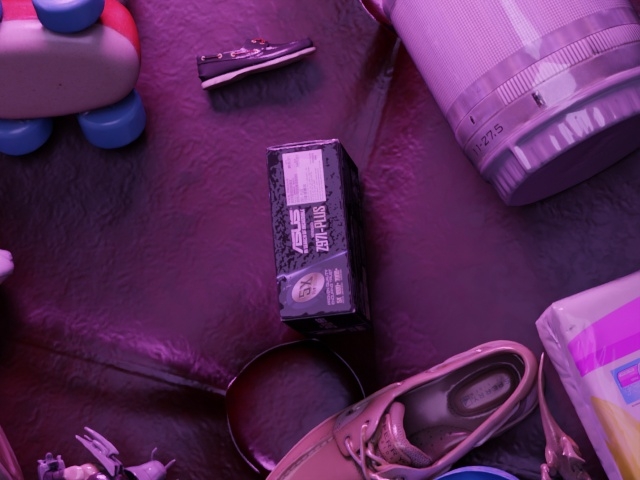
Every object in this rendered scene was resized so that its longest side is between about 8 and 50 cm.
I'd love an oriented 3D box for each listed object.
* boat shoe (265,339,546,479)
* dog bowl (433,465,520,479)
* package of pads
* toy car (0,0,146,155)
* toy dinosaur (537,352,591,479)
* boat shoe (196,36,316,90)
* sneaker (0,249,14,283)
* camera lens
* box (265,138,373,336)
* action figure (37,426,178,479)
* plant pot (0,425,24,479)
[{"bbox_3d":[0.071,0.203,1.804,0.341,0.110,0.121,-35,77,2],"label":"boat shoe"},{"bbox_3d":[0.207,0.335,1.746,0.297,0.074,0.166,35,101,1],"label":"dog bowl"},{"bbox_3d":[0.379,0.160,1.741,0.229,0.101,0.296,-21,78,-12],"label":"package of pads"},{"bbox_3d":[-0.290,-0.252,1.925,0.210,0.219,0.238,-4,51,9],"label":"toy car"},{"bbox_3d":[0.239,0.211,1.763,0.053,0.092,0.183,-25,109,15],"label":"toy dinosaur"},{"bbox_3d":[-0.071,-0.200,1.927,0.133,0.049,0.042,-15,87,11],"label":"boat shoe"},{"bbox_3d":[-0.413,0.099,1.924,0.232,0.090,0.115,-35,83,11],"label":"sneaker"},{"bbox_3d":[0.207,-0.200,1.794,0.219,0.219,0.274,-29,77,4],"label":"camera lens"},{"bbox_3d":[0.000,0.000,1.832,0.077,0.147,0.180,-7,80,8],"label":"box"},{"bbox_3d":[-0.262,0.318,1.853,0.285,0.099,0.185,-41,70,-3],"label":"action figure"},{"bbox_3d":[-0.464,0.243,1.799,0.280,0.323,0.323,-29,77,-6],"label":"plant pot"}]
